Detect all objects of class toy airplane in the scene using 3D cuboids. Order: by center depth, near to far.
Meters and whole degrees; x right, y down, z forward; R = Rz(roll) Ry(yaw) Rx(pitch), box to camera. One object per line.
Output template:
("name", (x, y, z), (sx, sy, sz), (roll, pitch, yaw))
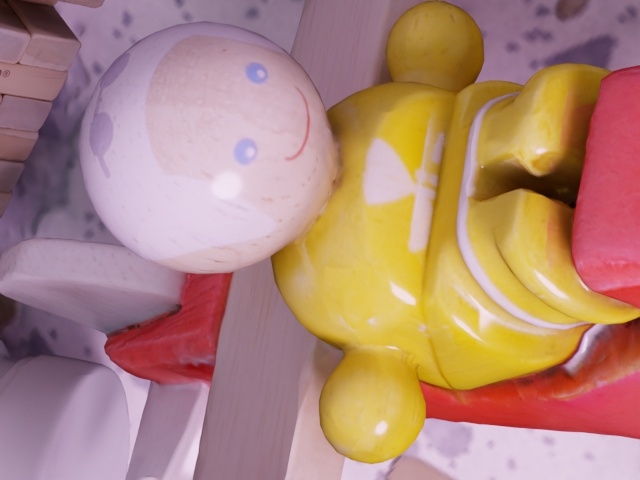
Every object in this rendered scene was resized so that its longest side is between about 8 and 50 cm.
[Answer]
("toy airplane", (0.000, 0.000, 0.749), (0.384, 0.272, 0.386), (-46, 46, 14))

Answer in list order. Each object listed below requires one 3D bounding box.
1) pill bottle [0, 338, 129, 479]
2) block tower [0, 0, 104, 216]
("pill bottle", (-0.246, 0.101, 0.963), (0.278, 0.162, 0.162), (10, 110, 12))
("block tower", (-0.153, -0.133, 0.879), (0.097, 0.091, 0.335), (50, 120, 36))
